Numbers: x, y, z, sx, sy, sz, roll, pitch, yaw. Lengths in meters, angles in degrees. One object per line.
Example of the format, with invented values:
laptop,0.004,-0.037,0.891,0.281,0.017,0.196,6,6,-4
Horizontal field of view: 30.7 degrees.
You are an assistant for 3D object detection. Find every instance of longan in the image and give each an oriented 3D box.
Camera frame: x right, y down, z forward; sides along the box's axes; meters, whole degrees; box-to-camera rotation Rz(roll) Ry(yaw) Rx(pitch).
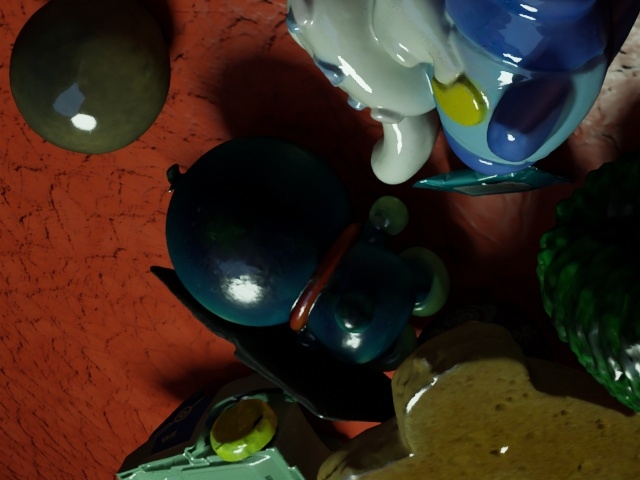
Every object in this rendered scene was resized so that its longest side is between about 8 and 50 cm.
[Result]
longan,-0.240,-0.176,1.220,0.167,0.167,0.187,36,123,-3

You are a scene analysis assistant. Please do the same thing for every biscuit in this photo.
biscuit,0.205,0.218,1.235,0.394,0.076,0.368,9,135,-26

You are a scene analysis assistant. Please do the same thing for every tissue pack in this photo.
tissue pack,0.167,-0.060,1.121,0.138,0.028,0.085,-8,170,38

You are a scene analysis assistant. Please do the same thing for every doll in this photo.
doll,-0.028,0.008,1.213,0.322,0.186,0.198,28,101,13
doll,0.100,-0.162,0.940,0.365,0.187,0.376,12,168,42

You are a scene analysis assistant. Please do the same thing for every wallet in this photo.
wallet,-0.024,0.124,1.326,0.323,0.041,0.247,37,-167,38

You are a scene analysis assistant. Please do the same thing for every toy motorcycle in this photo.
toy motorcycle,-0.139,0.295,1.668,0.326,0.200,0.191,-11,126,31

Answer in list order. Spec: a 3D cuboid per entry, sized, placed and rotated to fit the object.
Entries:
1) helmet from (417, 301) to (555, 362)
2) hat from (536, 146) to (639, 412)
helmet,0.178,0.126,1.287,0.153,0.107,0.177,32,132,-15
hat,0.360,0.077,1.014,0.332,0.242,0.274,46,-179,-39
